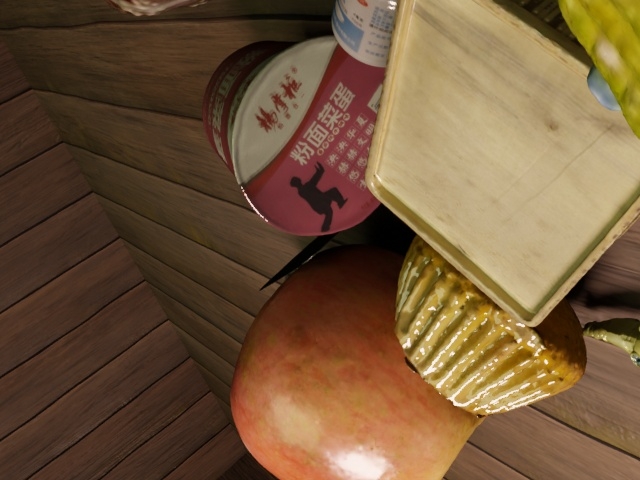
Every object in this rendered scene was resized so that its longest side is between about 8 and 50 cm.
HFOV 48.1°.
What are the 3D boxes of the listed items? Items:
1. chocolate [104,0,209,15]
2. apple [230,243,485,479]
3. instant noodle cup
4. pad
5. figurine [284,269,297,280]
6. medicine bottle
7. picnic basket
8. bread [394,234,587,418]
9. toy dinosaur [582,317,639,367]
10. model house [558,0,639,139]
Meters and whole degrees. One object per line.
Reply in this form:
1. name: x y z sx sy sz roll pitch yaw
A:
1. chocolate: -0.210 -0.400 0.851 0.225 0.210 0.340 51 157 0
2. apple: 0.064 0.191 1.001 0.364 0.364 0.364 41 154 25
3. instant noodle cup: -0.032 -0.142 0.880 0.178 0.235 0.234 35 152 53
4. pad: 0.000 0.000 1.052 0.004 0.181 0.267 48 158 -3
5. figurine: 0.036 0.151 1.261 0.271 0.143 0.143 59 156 -8
6. medicine bottle: 0.073 -0.249 0.667 0.105 0.105 0.168 48 156 12
7. picnic basket: 0.186 -0.105 0.575 0.228 0.175 0.313 43 159 17
8. bread: 0.182 0.079 0.786 0.240 0.240 0.139 45 112 18
9. toy dinosaur: 0.344 0.108 0.690 0.153 0.094 0.259 53 164 1
10. model house: 0.227 -0.089 0.244 0.237 0.216 0.303 63 161 15
